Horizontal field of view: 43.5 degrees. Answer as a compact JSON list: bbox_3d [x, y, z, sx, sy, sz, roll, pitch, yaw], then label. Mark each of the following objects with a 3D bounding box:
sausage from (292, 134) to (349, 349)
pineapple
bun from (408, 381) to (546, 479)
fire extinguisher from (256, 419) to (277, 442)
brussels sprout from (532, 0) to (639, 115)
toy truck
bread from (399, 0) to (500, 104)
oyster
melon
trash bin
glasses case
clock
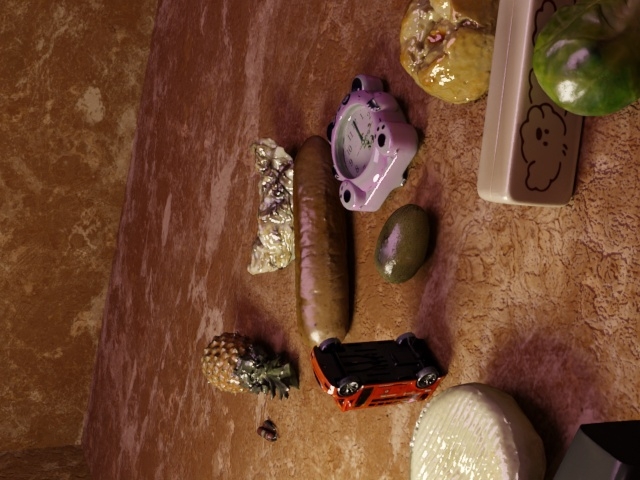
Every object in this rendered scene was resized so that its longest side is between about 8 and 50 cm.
[{"bbox_3d":[0.000,-0.001,1.805,0.136,0.123,0.500,99,169,-81],"label":"sausage"},{"bbox_3d":[-0.173,0.329,2.045,0.340,0.169,0.169,5,93,56],"label":"pineapple"},{"bbox_3d":[0.266,0.373,1.302,0.287,0.146,0.287,-17,70,57],"label":"bun"},{"bbox_3d":[-0.132,0.499,2.093,0.046,0.032,0.100,-57,26,-15],"label":"fire extinguisher"},{"bbox_3d":[0.393,-0.262,1.119,0.181,0.144,0.161,-40,49,22],"label":"brussels sprout"},{"bbox_3d":[0.098,0.250,1.491,0.107,0.253,0.114,61,142,41],"label":"toy truck"},{"bbox_3d":[0.228,-0.370,1.425,0.244,0.134,0.244,-3,87,57],"label":"bread"},{"bbox_3d":[-0.122,-0.072,2.018,0.238,0.115,0.351,40,122,54],"label":"oyster"},{"bbox_3d":[0.160,0.006,1.553,0.099,0.099,0.162,43,121,52],"label":"melon"},{"bbox_3d":[0.388,0.367,1.082,0.115,0.165,0.225,42,121,54],"label":"trash bin"},{"bbox_3d":[0.332,-0.221,1.229,0.076,0.144,0.336,16,103,59],"label":"glasses case"},{"bbox_3d":[0.098,-0.208,1.682,0.227,0.090,0.247,-58,40,40],"label":"clock"}]
